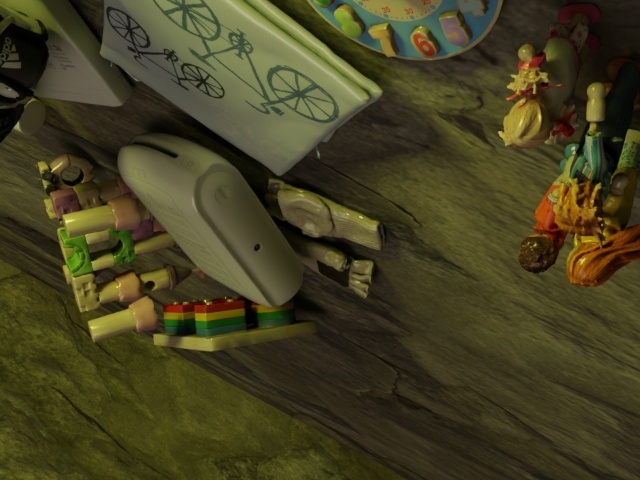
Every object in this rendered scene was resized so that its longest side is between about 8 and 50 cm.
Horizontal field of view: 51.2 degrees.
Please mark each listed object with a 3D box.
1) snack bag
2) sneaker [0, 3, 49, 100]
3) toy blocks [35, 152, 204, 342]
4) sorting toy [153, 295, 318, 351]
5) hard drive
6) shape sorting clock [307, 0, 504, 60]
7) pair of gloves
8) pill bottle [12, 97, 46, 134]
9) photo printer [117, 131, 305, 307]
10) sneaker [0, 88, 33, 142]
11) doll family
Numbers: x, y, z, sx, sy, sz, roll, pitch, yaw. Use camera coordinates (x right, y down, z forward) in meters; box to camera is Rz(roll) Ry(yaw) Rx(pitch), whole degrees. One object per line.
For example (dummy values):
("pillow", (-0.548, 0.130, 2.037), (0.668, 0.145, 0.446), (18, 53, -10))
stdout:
("snack bag", (-0.119, -0.208, 0.809), (0.323, 0.037, 0.342), (34, 162, -10))
("sneaker", (-0.426, -0.268, 0.738), (0.258, 0.169, 0.447), (21, -174, -25))
("toy blocks", (-0.372, -0.014, 1.316), (0.309, 0.260, 0.288), (39, 139, 50))
("sorting toy", (-0.182, 0.162, 1.403), (0.255, 0.089, 0.257), (-4, 178, -38))
("hard drive", (-0.441, -0.339, 0.930), (0.233, 0.047, 0.353), (14, 151, 34))
("shape sorting clock", (0.056, -0.231, 0.573), (0.206, 0.040, 0.206), (26, 155, 13))
("pair of gloves", (0.000, 0.000, 1.076), (0.204, 0.042, 0.240), (26, 154, 13))
("pill bottle", (-0.583, -0.251, 1.208), (0.160, 0.087, 0.087), (25, 155, 14))
("photo printer", (-0.185, -0.043, 1.086), (0.256, 0.107, 0.307), (22, 154, 44))
("sneaker", (-0.501, -0.172, 0.963), (0.107, 0.124, 0.283), (27, -172, -9))
("doll family", (0.229, -0.057, 0.556), (0.118, 0.163, 0.263), (15, 151, 31))
